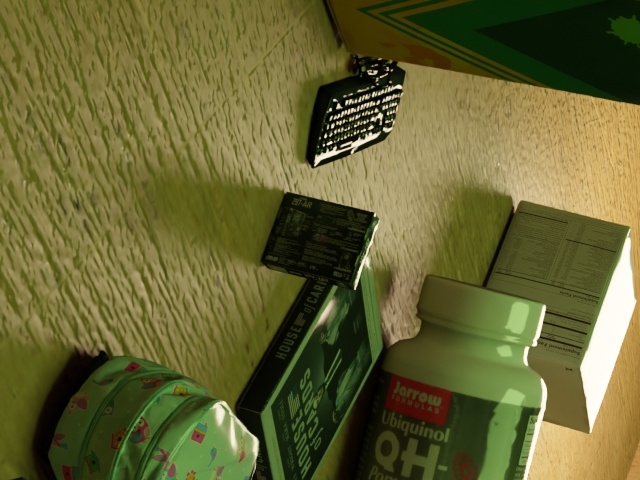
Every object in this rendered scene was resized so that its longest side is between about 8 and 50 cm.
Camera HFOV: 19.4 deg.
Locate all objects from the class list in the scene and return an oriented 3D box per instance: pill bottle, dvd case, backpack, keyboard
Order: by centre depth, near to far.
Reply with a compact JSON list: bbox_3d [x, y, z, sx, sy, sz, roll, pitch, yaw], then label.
[{"bbox_3d":[-0.116,0.152,1.322,0.152,0.115,0.182,-66,155,-19],"label":"backpack"},{"bbox_3d":[0.045,-0.122,1.683,0.192,0.038,0.100,-29,130,-65],"label":"keyboard"},{"bbox_3d":[-0.005,0.124,1.725,0.179,0.029,0.239,81,29,-46],"label":"dvd case"},{"bbox_3d":[0.135,0.204,1.938,0.176,0.176,0.318,11,93,-70],"label":"pill bottle"}]

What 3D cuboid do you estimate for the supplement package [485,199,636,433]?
[{"bbox_3d":[0.292,0.096,2.327,0.194,0.149,0.203,70,39,-57],"label":"supplement package"}]

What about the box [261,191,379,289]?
[{"bbox_3d":[0.000,0.000,1.573,0.018,0.083,0.067,54,52,-64],"label":"box"}]

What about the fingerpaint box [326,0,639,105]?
[{"bbox_3d":[0.249,-0.344,1.588,0.163,0.371,0.445,66,42,-57],"label":"fingerpaint box"}]

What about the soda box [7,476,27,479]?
[{"bbox_3d":[-0.193,0.235,1.142,0.053,0.060,0.169,63,16,-59],"label":"soda box"}]
